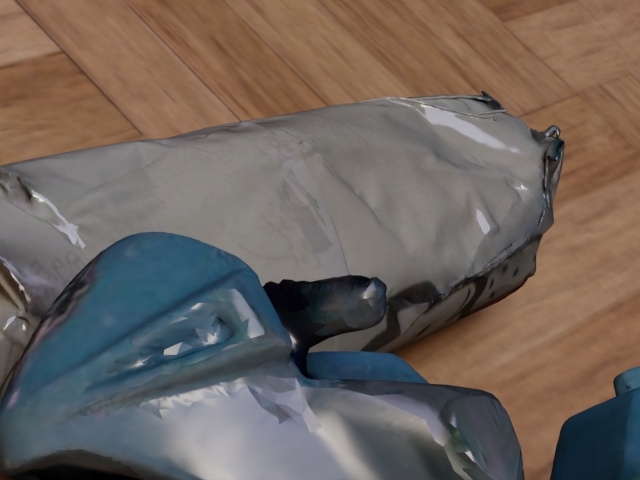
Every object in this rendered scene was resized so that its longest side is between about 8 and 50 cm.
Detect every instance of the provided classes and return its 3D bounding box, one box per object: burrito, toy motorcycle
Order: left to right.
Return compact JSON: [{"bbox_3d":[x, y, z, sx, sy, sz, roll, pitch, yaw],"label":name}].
[{"bbox_3d":[0.000,0.000,0.876,0.445,0.101,0.139,-16,59,-46],"label":"burrito"},{"bbox_3d":[0.048,0.102,0.693,0.416,0.172,0.232,-4,72,-31],"label":"toy motorcycle"}]
